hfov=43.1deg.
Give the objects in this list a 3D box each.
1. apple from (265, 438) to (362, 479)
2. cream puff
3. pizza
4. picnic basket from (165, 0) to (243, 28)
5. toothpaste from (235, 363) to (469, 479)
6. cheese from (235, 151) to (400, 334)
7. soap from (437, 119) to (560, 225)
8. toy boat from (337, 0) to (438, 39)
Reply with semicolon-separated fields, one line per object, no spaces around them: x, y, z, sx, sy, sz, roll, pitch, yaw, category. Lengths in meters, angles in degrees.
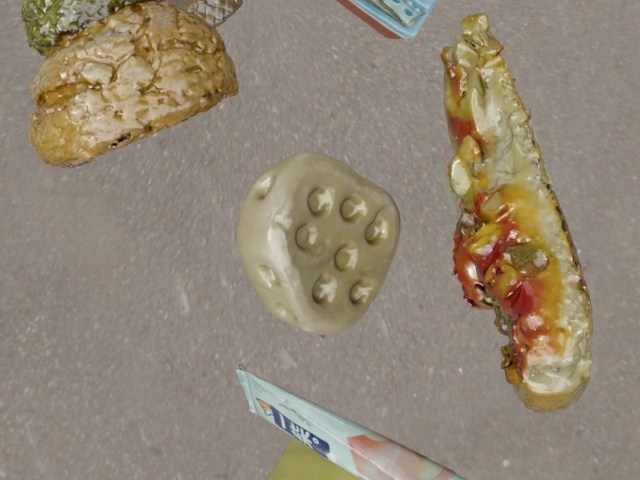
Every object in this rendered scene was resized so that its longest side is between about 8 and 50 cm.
0.032;0.303;0.889;0.200;0.200;0.200;-1;108;-4;apple
-0.178;-0.165;0.673;0.183;0.183;0.169;-22;104;3;cream puff
0.188;-0.028;0.862;0.130;0.440;0.406;-16;86;13;pizza
-0.187;-0.336;1.182;0.110;0.193;0.055;-44;116;-10;picnic basket
0.022;0.149;0.589;0.205;0.036;0.056;22;139;29;toothpaste
0.000;0.000;1.043;0.218;0.117;0.235;-14;105;-34;cheese
0.304;-0.100;1.416;0.138;0.199;0.182;-12;76;-6;soap
0.021;-0.383;0.936;0.332;0.133;0.145;38;78;-19;toy boat
